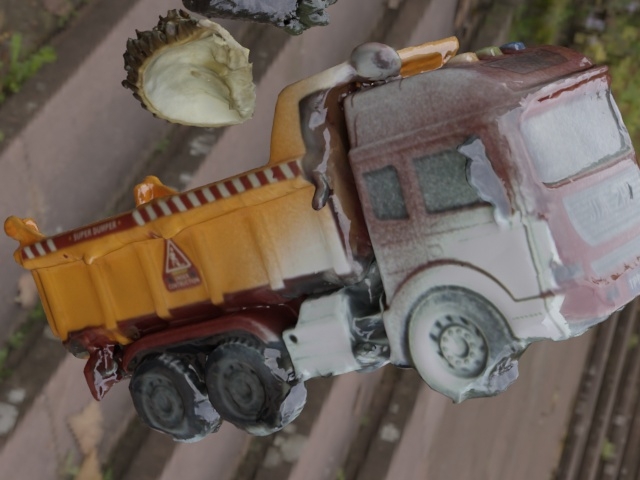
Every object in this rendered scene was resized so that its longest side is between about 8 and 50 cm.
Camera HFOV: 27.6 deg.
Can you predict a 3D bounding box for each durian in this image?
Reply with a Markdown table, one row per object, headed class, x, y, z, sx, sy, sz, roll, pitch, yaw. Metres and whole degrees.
| class | x | y | z | sx | sy | sz | roll | pitch | yaw |
| --- | --- | --- | --- | --- | --- | --- | --- | --- | --- |
| durian | -0.074 | -0.092 | 0.720 | 0.052 | 0.066 | 0.130 | -50 | 165 | -14 |

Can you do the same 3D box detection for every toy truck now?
| class | x | y | z | sx | sy | sz | roll | pitch | yaw |
| --- | --- | --- | --- | --- | --- | --- | --- | --- | --- |
| toy truck | 0.000 | 0.000 | 0.543 | 0.114 | 0.270 | 0.135 | -24 | 97 | -51 |

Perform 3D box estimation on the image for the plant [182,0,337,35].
| class | x | y | z | sx | sy | sz | roll | pitch | yaw |
| --- | --- | --- | --- | --- | --- | --- | --- | --- | --- |
| plant | -0.045 | -0.221 | 1.084 | 0.143 | 0.092 | 0.094 | -1 | 101 | -37 |
